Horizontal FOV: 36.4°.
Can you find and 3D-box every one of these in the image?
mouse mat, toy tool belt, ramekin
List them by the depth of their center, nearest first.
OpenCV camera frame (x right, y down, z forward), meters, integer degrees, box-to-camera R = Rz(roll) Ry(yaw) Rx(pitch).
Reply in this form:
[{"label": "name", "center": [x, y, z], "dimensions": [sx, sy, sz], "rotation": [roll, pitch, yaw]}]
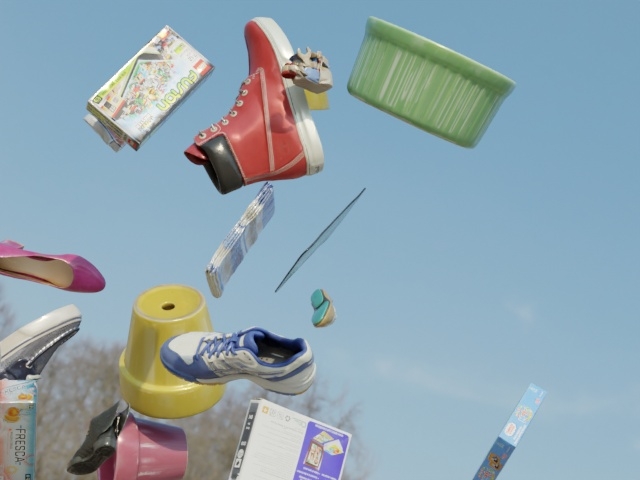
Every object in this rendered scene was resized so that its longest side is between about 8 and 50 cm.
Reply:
[{"label": "toy tool belt", "center": [-0.019, -0.227, 1.270], "dimensions": [0.052, 0.051, 0.083], "rotation": [-13, -21, 42]}, {"label": "mouse mat", "center": [0.000, 0.000, 1.614], "dimensions": [0.007, 0.189, 0.152], "rotation": [42, -34, 4]}, {"label": "ramekin", "center": [0.197, -0.289, 1.827], "dimensions": [0.303, 0.148, 0.303], "rotation": [24, 11, -5]}]

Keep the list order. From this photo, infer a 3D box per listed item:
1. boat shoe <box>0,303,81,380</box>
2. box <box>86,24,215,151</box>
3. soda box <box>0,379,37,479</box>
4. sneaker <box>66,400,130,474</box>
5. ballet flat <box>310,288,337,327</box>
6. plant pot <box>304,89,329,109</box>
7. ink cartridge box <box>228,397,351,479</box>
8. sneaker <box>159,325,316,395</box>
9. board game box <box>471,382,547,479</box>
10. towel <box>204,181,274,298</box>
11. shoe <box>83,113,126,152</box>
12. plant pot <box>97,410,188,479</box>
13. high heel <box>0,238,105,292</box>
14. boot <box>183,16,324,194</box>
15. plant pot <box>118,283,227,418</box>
[{"label": "boat shoe", "center": [-0.539, 0.265, 1.718], "dimensions": [0.158, 0.340, 0.127], "rotation": [53, -17, 5]}, {"label": "box", "center": [-0.288, -0.262, 1.666], "dimensions": [0.114, 0.207, 0.036], "rotation": [40, -25, -3]}, {"label": "soda box", "center": [-0.496, 0.314, 1.593], "dimensions": [0.063, 0.058, 0.183], "rotation": [3, -58, -15]}, {"label": "sneaker", "center": [-0.427, 0.381, 1.872], "dimensions": [0.051, 0.089, 0.170], "rotation": [28, -50, -33]}, {"label": "ballet flat", "center": [0.018, 0.207, 2.858], "dimensions": [0.073, 0.080, 0.232], "rotation": [41, 14, -15]}, {"label": "plant pot", "center": [-0.047, -0.314, 1.967], "dimensions": [0.134, 0.095, 0.134], "rotation": [2, 11, 0]}, {"label": "ink cartridge box", "center": [-0.057, 0.407, 1.704], "dimensions": [0.206, 0.208, 0.045], "rotation": [28, -25, -29]}, {"label": "sneaker", "center": [-0.153, 0.201, 1.811], "dimensions": [0.296, 0.112, 0.131], "rotation": [6, -39, 2]}, {"label": "board game box", "center": [0.326, 0.376, 1.753], "dimensions": [0.039, 0.160, 0.211], "rotation": [30, -49, 15]}, {"label": "towel", "center": [-0.195, 0.004, 2.435], "dimensions": [0.034, 0.285, 0.209], "rotation": [30, -20, 10]}, {"label": "shoe", "center": [-0.371, -0.215, 1.769], "dimensions": [0.063, 0.081, 0.178], "rotation": [46, -4, 4]}, {"label": "plant pot", "center": [-0.417, 0.505, 2.298], "dimensions": [0.180, 0.201, 0.201], "rotation": [6, -18, -25]}, {"label": "high heel", "center": [-0.556, 0.061, 1.941], "dimensions": [0.244, 0.082, 0.117], "rotation": [25, 18, 1]}, {"label": "boot", "center": [-0.112, -0.186, 1.326], "dimensions": [0.176, 0.244, 0.088], "rotation": [-14, -18, -11]}, {"label": "plant pot", "center": [-0.342, 0.240, 2.240], "dimensions": [0.254, 0.254, 0.239], "rotation": [11, -59, 18]}]
